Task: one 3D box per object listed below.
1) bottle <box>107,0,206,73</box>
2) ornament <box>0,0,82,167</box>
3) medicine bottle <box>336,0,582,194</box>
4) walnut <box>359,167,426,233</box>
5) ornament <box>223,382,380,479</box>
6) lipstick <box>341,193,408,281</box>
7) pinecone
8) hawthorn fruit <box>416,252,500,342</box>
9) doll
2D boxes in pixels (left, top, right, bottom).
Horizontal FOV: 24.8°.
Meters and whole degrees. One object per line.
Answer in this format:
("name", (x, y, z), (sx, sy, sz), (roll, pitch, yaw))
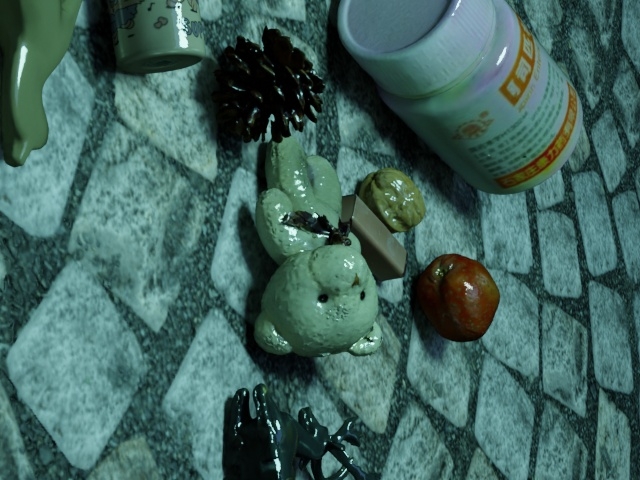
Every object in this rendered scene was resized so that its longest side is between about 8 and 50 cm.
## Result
("bottle", (-0.175, -0.289, 1.538), (0.097, 0.110, 0.209), (90, -7, -86))
("ornament", (-0.273, -0.211, 1.363), (0.230, 0.061, 0.245), (85, 10, -45))
("medicine bottle", (0.199, -0.238, 2.044), (0.388, 0.219, 0.219), (39, 49, -47))
("walnut", (0.096, -0.050, 1.947), (0.096, 0.079, 0.082), (57, 33, -22))
("ornament", (-0.012, 0.281, 1.659), (0.236, 0.080, 0.202), (26, 55, -54))
("lipstick", (0.063, -0.002, 1.908), (0.145, 0.045, 0.045), (46, 46, -44))
("pinecone", (-0.065, -0.174, 1.680), (0.121, 0.140, 0.140), (-42, 121, -19))
("hawthorn fruit", (0.193, 0.079, 2.033), (0.128, 0.128, 0.128), (26, 59, -54))
("doll", (-0.002, -0.001, 1.725), (0.175, 0.149, 0.278), (3, 61, -26))
